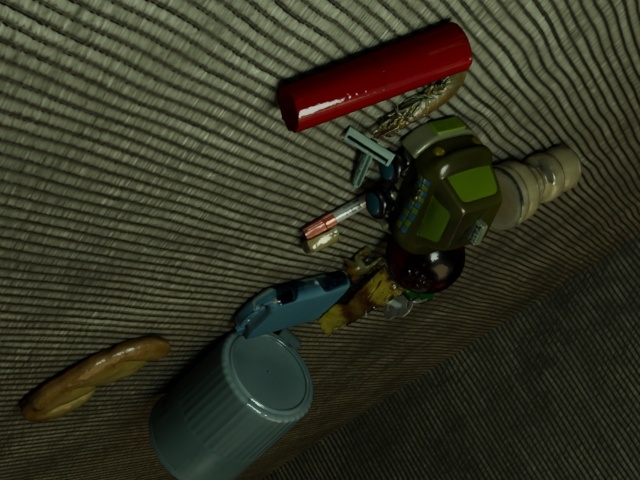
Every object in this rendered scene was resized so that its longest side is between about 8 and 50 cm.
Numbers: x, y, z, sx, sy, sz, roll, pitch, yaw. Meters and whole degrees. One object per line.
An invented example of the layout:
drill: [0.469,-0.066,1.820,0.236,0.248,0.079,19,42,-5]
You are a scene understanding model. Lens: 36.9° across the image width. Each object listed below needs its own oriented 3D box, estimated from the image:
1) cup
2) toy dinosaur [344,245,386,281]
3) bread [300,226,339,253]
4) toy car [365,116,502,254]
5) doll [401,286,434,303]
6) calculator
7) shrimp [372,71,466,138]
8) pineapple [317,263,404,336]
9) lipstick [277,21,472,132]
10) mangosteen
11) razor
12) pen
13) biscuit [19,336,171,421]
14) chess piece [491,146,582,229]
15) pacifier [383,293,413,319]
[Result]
cup: [-0.172,0.369,2.169,0.331,0.256,0.311,-6,148,-48]
toy dinosaur: [0.069,0.060,2.075,0.162,0.039,0.126,-8,153,-46]
bread: [0.000,0.000,1.797,0.070,0.035,0.083,-27,-178,-6]
toy car: [0.217,-0.068,1.677,0.204,0.198,0.248,-16,143,-31]
doll: [0.239,0.066,2.240,0.134,0.106,0.186,-34,146,-6]
calculator: [-0.056,0.136,2.060,0.293,0.051,0.173,-11,152,-46]
shrimp: [0.152,-0.221,1.479,0.178,0.034,0.124,-31,159,-2]
pineapple: [0.101,0.125,2.186,0.233,0.079,0.135,-34,177,26]
lipstick: [0.077,-0.223,1.306,0.280,0.073,0.073,-23,160,-18]
mangosteen: [0.231,0.017,2.038,0.200,0.200,0.200,-27,161,-10]
razor: [0.072,-0.129,1.578,0.036,0.084,0.211,-55,176,-12]
pen: [0.073,-0.068,1.765,0.239,0.028,0.028,-29,161,-6]
biscuit: [-0.432,0.262,1.832,0.299,0.045,0.154,-31,160,0]
chess piece: [0.460,-0.127,2.053,0.261,0.142,0.143,-23,161,-33]
pacifier: [0.194,0.161,2.507,0.099,0.081,0.078,-19,138,42]
